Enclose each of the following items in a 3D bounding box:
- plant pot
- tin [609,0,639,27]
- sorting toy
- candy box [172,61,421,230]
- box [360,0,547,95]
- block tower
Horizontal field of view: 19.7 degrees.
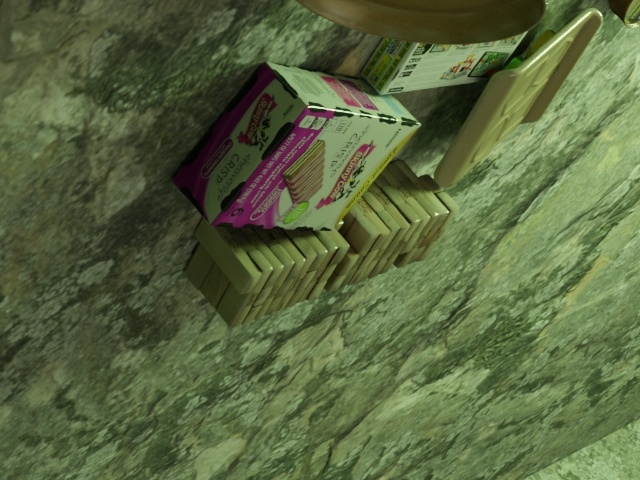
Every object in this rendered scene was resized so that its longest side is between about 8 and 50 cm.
[{"bbox_3d":[0.082,-0.230,1.615,0.236,0.236,0.032,47,50,-68],"label":"plant pot"},{"bbox_3d":[0.407,-0.329,2.138,0.106,0.040,0.190,-15,146,-55],"label":"tin"},{"bbox_3d":[0.220,-0.167,2.096,0.208,0.038,0.193,-35,162,-42],"label":"sorting toy"},{"bbox_3d":[-0.020,-0.089,1.842,0.159,0.071,0.233,-50,157,21],"label":"candy box"},{"bbox_3d":[0.142,-0.212,1.921,0.207,0.036,0.114,-12,144,-50],"label":"box"},{"bbox_3d":[0.000,0.000,2.016,0.335,0.091,0.097,-16,147,-45],"label":"block tower"}]
